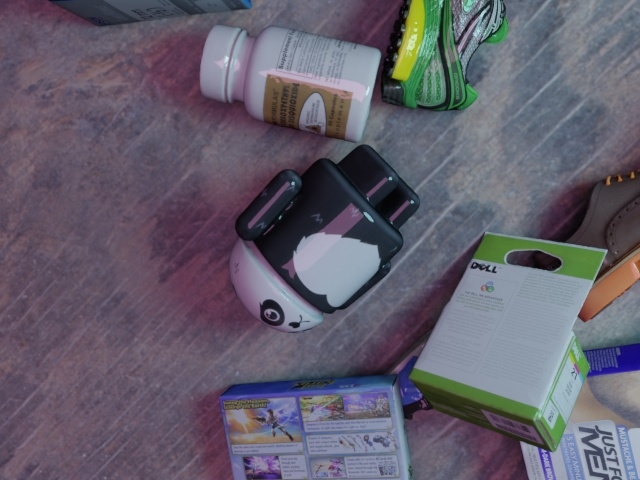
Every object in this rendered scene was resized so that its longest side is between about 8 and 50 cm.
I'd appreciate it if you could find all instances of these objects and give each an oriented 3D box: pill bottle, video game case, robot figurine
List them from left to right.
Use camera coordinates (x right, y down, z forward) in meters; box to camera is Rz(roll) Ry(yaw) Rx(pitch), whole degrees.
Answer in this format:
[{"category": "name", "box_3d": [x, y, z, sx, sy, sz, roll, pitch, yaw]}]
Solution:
[{"category": "pill bottle", "box_3d": [-0.041, -0.221, 0.913, 0.229, 0.131, 0.131, 13, 98, 3]}, {"category": "video game case", "box_3d": [0.000, 0.330, 0.990, 0.269, 0.061, 0.244, -7, 97, 17]}, {"category": "robot figurine", "box_3d": [0.002, 0.002, 0.915, 0.278, 0.173, 0.209, -43, 92, 7]}]

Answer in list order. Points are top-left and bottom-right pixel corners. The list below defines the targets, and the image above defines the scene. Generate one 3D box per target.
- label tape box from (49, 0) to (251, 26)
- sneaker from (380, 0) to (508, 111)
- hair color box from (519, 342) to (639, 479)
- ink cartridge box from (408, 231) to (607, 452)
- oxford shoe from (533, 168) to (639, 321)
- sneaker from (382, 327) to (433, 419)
[{"category": "label tape box", "box_3d": [-0.283, -0.356, 0.854, 0.347, 0.249, 0.115, -7, 96, 5]}, {"category": "sneaker", "box_3d": [0.189, -0.342, 0.896, 0.146, 0.134, 0.344, 13, 107, -4]}, {"category": "hair color box", "box_3d": [0.443, 0.243, 0.904, 0.338, 0.110, 0.185, -13, 96, 21]}, {"category": "ink cartridge box", "box_3d": [0.266, 0.124, 0.901, 0.255, 0.188, 0.097, -57, 132, -22]}, {"category": "oxford shoe", "box_3d": [0.436, -0.056, 0.877, 0.133, 0.130, 0.364, 49, 113, 21]}, {"category": "sneaker", "box_3d": [0.155, 0.201, 0.985, 0.084, 0.058, 0.152, 44, 102, 4]}]
